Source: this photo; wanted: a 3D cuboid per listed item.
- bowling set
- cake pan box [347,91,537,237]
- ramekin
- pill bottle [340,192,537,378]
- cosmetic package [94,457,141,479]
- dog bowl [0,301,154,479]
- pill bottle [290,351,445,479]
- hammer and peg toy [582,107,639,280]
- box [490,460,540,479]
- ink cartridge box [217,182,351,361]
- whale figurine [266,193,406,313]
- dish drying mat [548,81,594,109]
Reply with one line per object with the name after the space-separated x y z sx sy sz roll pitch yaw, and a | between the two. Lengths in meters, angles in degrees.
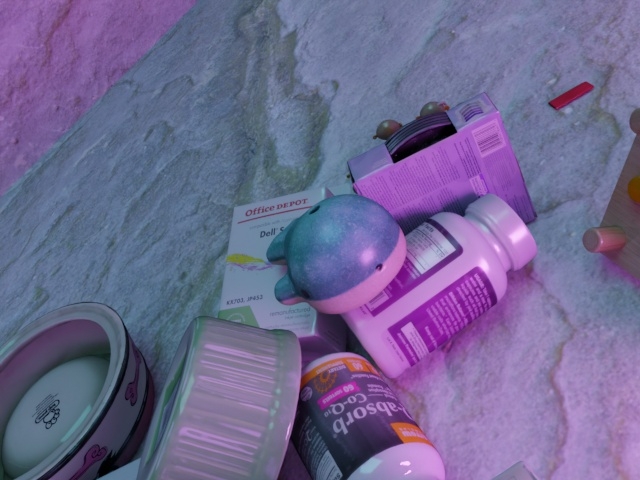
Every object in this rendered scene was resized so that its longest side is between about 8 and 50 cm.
0.181 -0.204 1.302 0.286 0.154 0.200 -23 41 12 | bowling set
0.202 -0.083 1.077 0.245 0.267 0.070 -28 42 11 | cake pan box
-0.152 0.255 0.938 0.303 0.148 0.304 -160 90 -76 | ramekin
0.178 0.063 1.021 0.301 0.169 0.169 -35 39 -2 | pill bottle
-0.365 0.524 0.975 0.377 0.097 0.284 -27 38 7 | cosmetic package
-0.491 0.321 1.227 0.407 0.150 0.408 -18 41 17 | dog bowl
0.065 0.290 0.870 0.162 0.162 0.278 -37 39 -4 | pill bottle
0.516 -0.018 0.806 0.127 0.266 0.361 -4 30 -25 | hammer and peg toy
0.204 0.354 0.654 0.148 0.232 0.127 -34 40 -1 | box
-0.059 0.034 1.187 0.207 0.119 0.354 -11 58 26 | ink cartridge box
0.000 0.000 0.979 0.216 0.141 0.272 -43 29 -16 | whale figurine
0.492 -0.285 1.289 0.083 0.008 0.032 -31 39 4 | dish drying mat
